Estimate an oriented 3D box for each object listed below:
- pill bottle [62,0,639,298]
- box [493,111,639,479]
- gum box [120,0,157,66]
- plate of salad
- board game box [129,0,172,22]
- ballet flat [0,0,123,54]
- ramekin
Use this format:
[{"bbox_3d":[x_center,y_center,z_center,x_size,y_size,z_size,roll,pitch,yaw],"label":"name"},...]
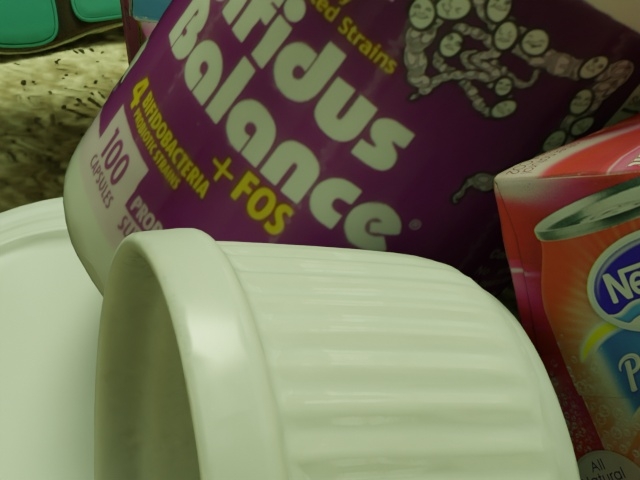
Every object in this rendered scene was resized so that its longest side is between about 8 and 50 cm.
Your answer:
[{"bbox_3d":[0.046,-0.086,0.575,0.169,0.301,0.169,29,28,-17],"label":"pill bottle"},{"bbox_3d":[0.188,0.000,0.516,0.128,0.123,0.257,-2,15,44],"label":"box"},{"bbox_3d":[-0.014,-0.122,0.932,0.188,0.062,0.107,-12,34,-13],"label":"gum box"},{"bbox_3d":[-0.109,0.063,0.664,0.199,0.048,0.200,-5,52,7],"label":"plate of salad"},{"bbox_3d":[0.108,-0.164,0.793,0.308,0.086,0.302,9,22,19],"label":"board game box"},{"bbox_3d":[-0.166,-0.149,1.014,0.168,0.057,0.052,-6,5,-10],"label":"ballet flat"},{"bbox_3d":[-0.001,0.098,0.479,0.109,0.207,0.207,-2,32,-16],"label":"ramekin"}]
